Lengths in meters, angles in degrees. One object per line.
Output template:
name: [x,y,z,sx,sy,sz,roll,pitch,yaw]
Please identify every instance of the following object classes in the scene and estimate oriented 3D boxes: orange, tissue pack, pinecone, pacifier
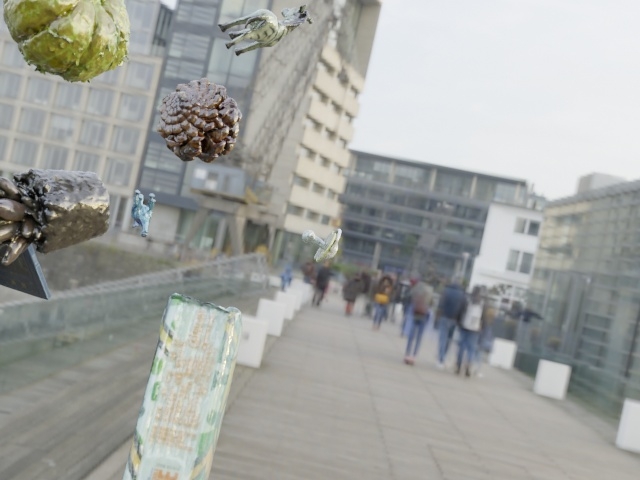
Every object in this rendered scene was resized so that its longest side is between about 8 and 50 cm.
orange: [-0.567,-0.500,1.944,0.223,0.300,0.301,-20,16,30]
tissue pack: [-0.214,0.260,1.370,0.128,0.311,0.228,13,-15,-2]
pinecone: [-0.224,-0.219,1.644,0.173,0.173,0.173,12,-1,0]
pacifier: [0.000,0.000,1.497,0.064,0.068,0.083,31,3,-8]

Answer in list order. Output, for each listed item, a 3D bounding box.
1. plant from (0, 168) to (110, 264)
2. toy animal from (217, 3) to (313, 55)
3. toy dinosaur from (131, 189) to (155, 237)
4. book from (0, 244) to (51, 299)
plant: [-0.653,-0.068,1.973,0.321,0.181,0.194,-9,40,-34]
toy animal: [-0.110,-0.441,1.793,0.176,0.073,0.217,-22,5,9]
toy dinosaur: [-0.372,-0.061,1.813,0.045,0.080,0.197,10,21,-21]
book: [-0.885,0.053,2.489,0.191,0.025,0.269,16,-42,17]
